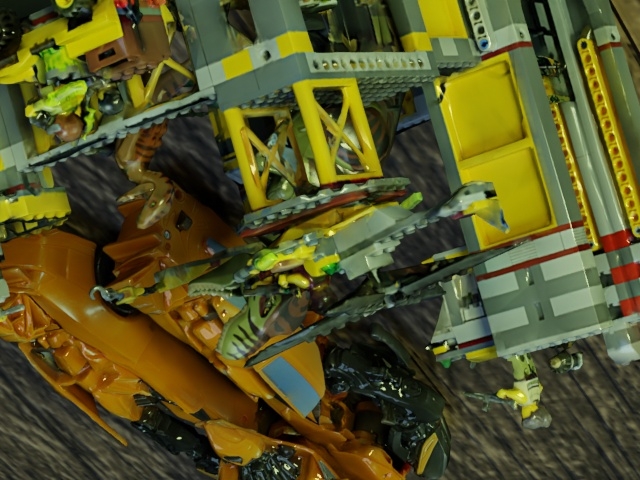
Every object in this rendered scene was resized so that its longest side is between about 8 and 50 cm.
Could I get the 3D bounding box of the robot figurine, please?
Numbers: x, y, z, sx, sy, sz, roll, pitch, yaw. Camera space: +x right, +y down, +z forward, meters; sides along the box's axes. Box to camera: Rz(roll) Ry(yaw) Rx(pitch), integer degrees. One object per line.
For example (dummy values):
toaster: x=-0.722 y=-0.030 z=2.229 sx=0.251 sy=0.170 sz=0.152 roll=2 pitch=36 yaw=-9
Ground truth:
robot figurine: x=-0.057 y=0.085 z=1.119 sx=0.211 sy=0.085 sz=0.291 roll=-13 pitch=136 yaw=37

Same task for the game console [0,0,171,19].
game console: x=-0.143 y=-0.238 z=0.608 sx=0.342 sy=0.060 sz=0.386 roll=12 pitch=135 yaw=-22

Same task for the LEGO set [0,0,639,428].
LEGO set: x=0.000 y=0.000 z=0.776 sx=0.255 sy=0.192 sz=0.331 roll=-18 pitch=175 yaw=25
